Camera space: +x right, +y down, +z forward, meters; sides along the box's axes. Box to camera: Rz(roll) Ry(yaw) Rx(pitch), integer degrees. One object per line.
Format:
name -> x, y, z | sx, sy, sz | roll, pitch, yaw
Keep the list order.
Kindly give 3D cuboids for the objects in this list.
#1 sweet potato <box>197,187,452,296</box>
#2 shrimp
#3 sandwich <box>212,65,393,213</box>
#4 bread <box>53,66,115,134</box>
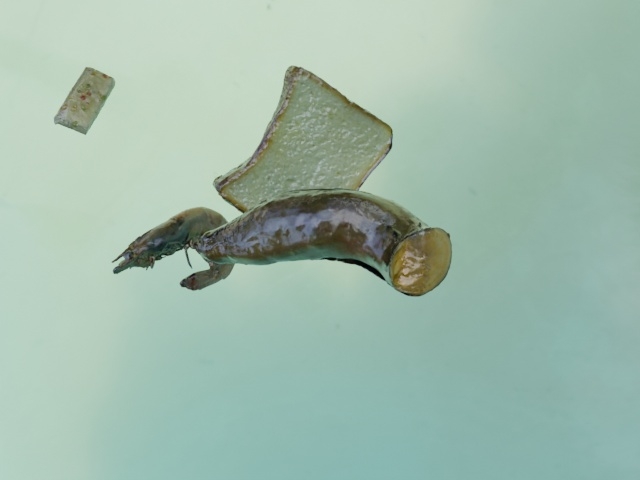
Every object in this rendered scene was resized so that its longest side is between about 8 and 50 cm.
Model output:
sweet potato -> -0.002, -0.004, 0.853 | 0.286, 0.085, 0.112 | 4, 57, 21
shrimp -> -0.245, 0.026, 1.412 | 0.143, 0.251, 0.052 | 60, 145, 5
sandwich -> -0.021, -0.112, 1.131 | 0.214, 0.186, 0.065 | -59, 18, 7
bread -> -0.458, -0.273, 1.579 | 0.028, 0.068, 0.153 | 123, 168, -53
